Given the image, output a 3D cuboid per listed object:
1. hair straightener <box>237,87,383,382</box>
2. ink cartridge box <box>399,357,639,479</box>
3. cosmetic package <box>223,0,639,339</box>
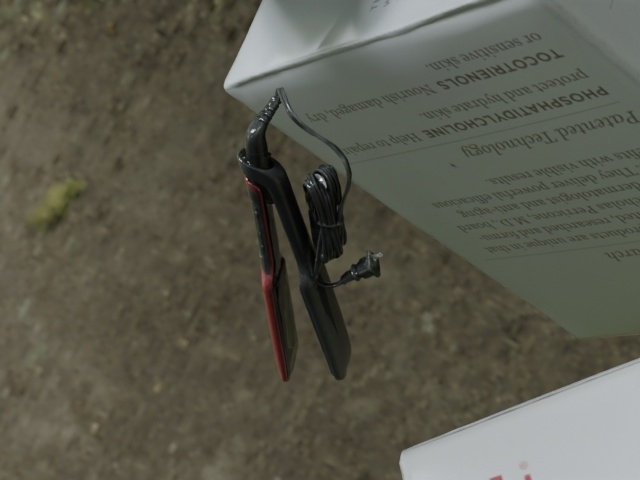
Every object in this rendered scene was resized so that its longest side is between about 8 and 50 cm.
[{"bbox_3d":[0.000,0.000,1.080,0.089,0.230,0.047,0,32,13],"label":"hair straightener"},{"bbox_3d":[0.258,0.162,0.599,0.394,0.166,0.285,-22,55,11],"label":"ink cartridge box"},{"bbox_3d":[0.216,-0.166,1.138,0.327,0.393,0.329,-11,53,54],"label":"cosmetic package"}]
